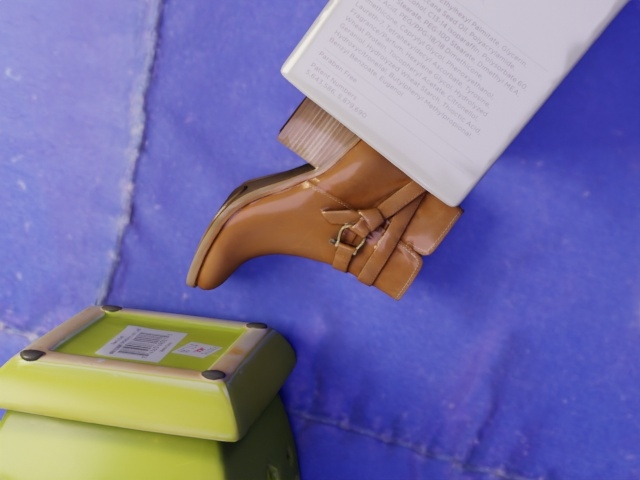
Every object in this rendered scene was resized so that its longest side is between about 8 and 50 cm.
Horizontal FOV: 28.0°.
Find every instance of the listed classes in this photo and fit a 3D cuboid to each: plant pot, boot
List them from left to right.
[{"bbox_3d":[-0.137,0.172,0.991,0.227,0.228,0.207,7,103,10],"label":"plant pot"},{"bbox_3d":[0.000,0.000,0.985,0.152,0.073,0.197,37,113,-6],"label":"boot"}]

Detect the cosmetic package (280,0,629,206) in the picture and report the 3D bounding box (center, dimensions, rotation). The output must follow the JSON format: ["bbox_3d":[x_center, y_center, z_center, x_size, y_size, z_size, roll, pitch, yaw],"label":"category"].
[{"bbox_3d":[0.097,-0.152,0.872,0.151,0.151,0.184,38,112,-2],"label":"cosmetic package"}]
